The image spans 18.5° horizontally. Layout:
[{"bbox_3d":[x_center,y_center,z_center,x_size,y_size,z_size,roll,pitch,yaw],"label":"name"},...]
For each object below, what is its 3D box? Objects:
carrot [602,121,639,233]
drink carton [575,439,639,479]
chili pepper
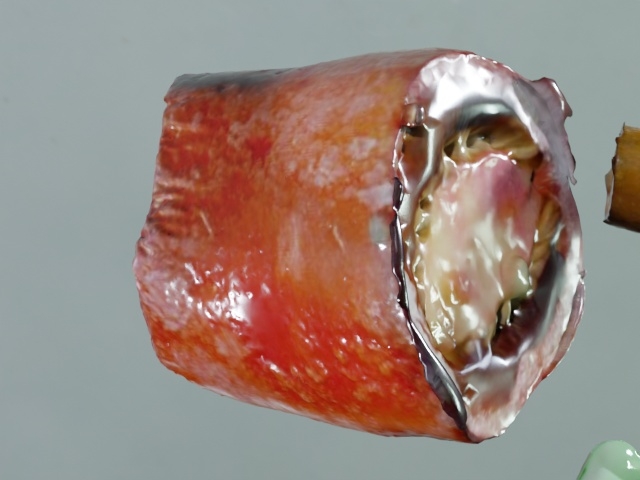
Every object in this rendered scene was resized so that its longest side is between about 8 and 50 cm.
[{"bbox_3d":[0.287,-0.016,1.310,0.205,0.072,0.072,18,103,6],"label":"carrot"},{"bbox_3d":[0.207,0.207,1.056,0.146,0.142,0.144,42,71,-35],"label":"drink carton"},{"bbox_3d":[0.000,0.000,1.332,0.229,0.305,0.251,-46,128,-46],"label":"chili pepper"}]
